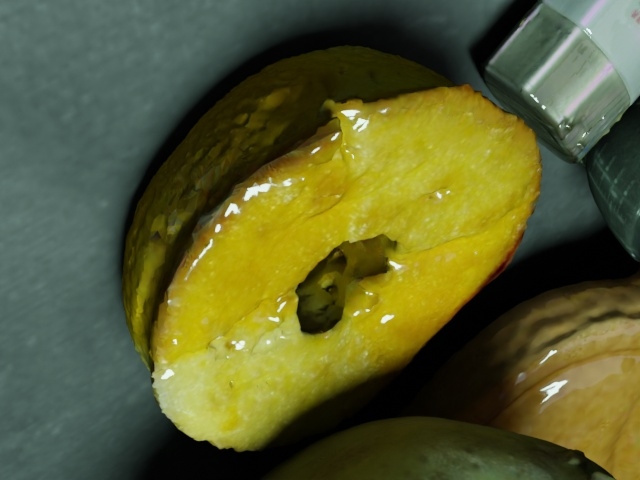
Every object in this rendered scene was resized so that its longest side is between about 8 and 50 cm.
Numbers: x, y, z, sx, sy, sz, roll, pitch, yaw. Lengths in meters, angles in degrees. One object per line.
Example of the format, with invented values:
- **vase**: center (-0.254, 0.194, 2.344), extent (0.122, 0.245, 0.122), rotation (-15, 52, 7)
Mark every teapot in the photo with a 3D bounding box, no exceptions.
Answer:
- **teapot**: center (0.192, -0.053, 0.572), extent (0.092, 0.091, 0.124), rotation (19, 115, -49)

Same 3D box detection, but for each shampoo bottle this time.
- **shampoo bottle**: center (0.174, -0.142, 0.502), extent (0.227, 0.056, 0.086), rotation (-49, 143, 4)

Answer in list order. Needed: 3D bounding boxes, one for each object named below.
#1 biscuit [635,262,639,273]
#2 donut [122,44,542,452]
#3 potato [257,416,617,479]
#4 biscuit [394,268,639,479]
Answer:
- **biscuit**: center (0.365, -0.011, 0.779), extent (0.381, 0.074, 0.359), rotation (6, 122, -47)
- **donut**: center (-0.001, -0.001, 0.457), extent (0.174, 0.074, 0.190), rotation (8, 122, -47)
- **potato**: center (0.028, 0.222, 0.510), extent (0.243, 0.221, 0.326), rotation (-10, 139, -10)
- **biscuit**: center (0.222, 0.143, 0.714), extent (0.455, 0.078, 0.350), rotation (-10, 130, -19)
